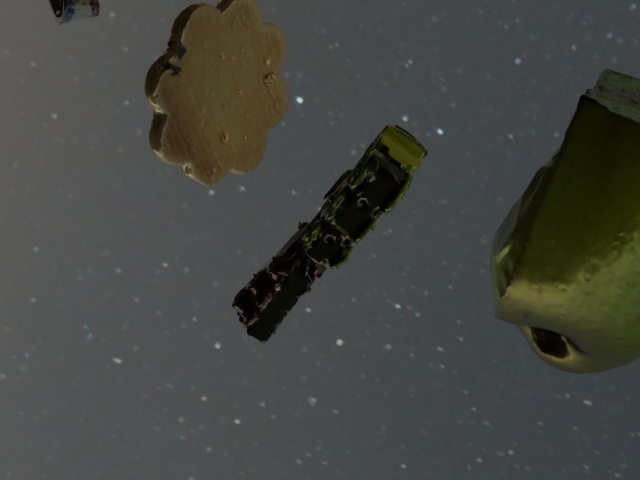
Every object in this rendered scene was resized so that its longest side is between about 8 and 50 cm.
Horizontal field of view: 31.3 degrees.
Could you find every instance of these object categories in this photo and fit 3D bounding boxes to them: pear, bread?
[{"bbox_3d":[0.312,0.000,1.183,0.238,0.342,0.318,25,-70,11],"label":"pear"},{"bbox_3d":[-0.159,-0.236,1.791,0.054,0.316,0.316,16,-100,36],"label":"bread"}]

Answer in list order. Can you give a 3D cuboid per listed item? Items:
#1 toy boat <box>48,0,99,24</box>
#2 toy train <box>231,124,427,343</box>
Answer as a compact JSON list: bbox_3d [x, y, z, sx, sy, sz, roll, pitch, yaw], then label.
[{"bbox_3d":[-0.308,-0.304,1.409,0.229,0.045,0.080,-134,-127,-62],"label":"toy boat"},{"bbox_3d":[0.000,0.000,1.020,0.250,0.053,0.085,-46,-171,38],"label":"toy train"}]
